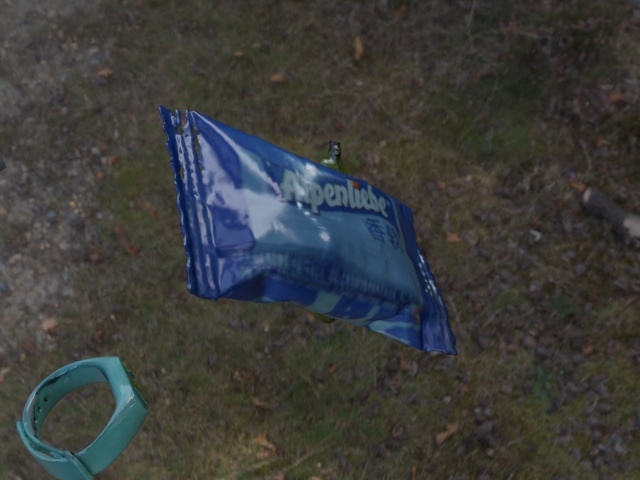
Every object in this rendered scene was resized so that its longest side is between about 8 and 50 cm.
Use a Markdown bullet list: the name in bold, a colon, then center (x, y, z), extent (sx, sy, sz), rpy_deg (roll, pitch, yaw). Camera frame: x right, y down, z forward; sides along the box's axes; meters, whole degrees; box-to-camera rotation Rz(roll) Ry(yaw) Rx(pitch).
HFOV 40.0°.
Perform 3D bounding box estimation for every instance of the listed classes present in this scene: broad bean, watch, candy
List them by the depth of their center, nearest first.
- **candy**: center (0.000, 0.000, 0.798), extent (0.331, 0.077, 0.187), rpy_deg (20, 48, -44)
- **broad bean**: center (0.005, -0.008, 0.985), extent (0.048, 0.213, 0.070), rpy_deg (-12, 26, -29)
- **watch**: center (-0.370, 0.273, 1.366), extent (0.195, 0.068, 0.237), rpy_deg (-31, 36, -11)

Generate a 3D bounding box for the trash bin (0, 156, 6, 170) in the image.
- **trash bin**: center (-0.629, -0.121, 1.553), extent (0.130, 0.116, 0.059), rpy_deg (-33, 101, -17)

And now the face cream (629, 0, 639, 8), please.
- **face cream**: center (0.182, -0.140, 0.414), extent (0.144, 0.071, 0.291), rpy_deg (-8, 46, -36)
